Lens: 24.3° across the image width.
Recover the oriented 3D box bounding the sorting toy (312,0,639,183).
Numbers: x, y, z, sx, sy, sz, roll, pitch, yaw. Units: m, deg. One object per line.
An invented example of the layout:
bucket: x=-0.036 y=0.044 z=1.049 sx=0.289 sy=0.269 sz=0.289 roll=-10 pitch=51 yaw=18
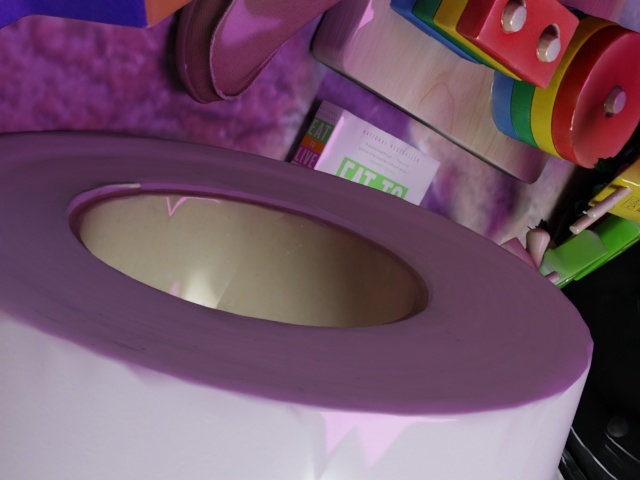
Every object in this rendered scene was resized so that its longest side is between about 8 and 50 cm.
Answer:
sorting toy: x=0.147 y=-0.171 z=0.871 sx=0.255 sy=0.089 sz=0.257 roll=23 pitch=93 yaw=-55

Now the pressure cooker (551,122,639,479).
pressure cooker: x=0.390 y=0.113 z=1.120 sx=0.370 sy=0.375 sz=0.420 roll=-61 pitch=144 yaw=-7

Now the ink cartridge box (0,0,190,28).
ink cartridge box: x=-0.057 y=-0.244 z=0.549 sx=0.307 sy=0.072 sz=0.304 roll=-45 pitch=144 yaw=-41

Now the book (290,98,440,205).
book: x=0.000 y=0.000 z=0.850 sx=0.096 sy=0.035 sz=0.144 roll=22 pitch=96 yaw=-52

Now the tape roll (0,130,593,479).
tape roll: x=-0.038 y=0.046 z=0.612 sx=0.286 sy=0.286 sz=0.100 roll=-9 pitch=118 yaw=-49

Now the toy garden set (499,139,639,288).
toy garden set: x=0.115 y=0.014 z=0.885 sx=0.244 sy=0.049 sz=0.204 roll=-29 pitch=171 yaw=-20

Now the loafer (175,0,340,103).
loafer: x=-0.017 y=-0.128 z=0.724 sx=0.148 sy=0.050 sz=0.056 roll=-58 pitch=145 yaw=-7
